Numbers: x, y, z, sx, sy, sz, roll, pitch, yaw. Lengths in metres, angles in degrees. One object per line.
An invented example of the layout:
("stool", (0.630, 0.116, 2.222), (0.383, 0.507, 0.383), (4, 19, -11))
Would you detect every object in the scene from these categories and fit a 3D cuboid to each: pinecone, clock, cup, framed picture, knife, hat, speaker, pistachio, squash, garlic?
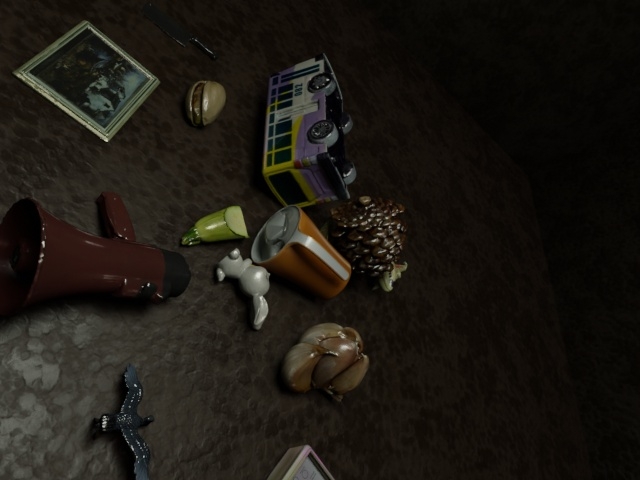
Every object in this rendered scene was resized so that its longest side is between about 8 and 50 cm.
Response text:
("pinecone", (0.140, -0.013, 1.377), (0.224, 0.224, 0.273), (-60, 145, -48))
("clock", (-0.027, 0.555, 1.004), (0.192, 0.071, 0.147), (55, 39, -3))
("cup", (-0.034, 0.041, 1.242), (0.264, 0.226, 0.183), (40, 73, -30))
("framed picture", (-0.542, -0.395, 1.146), (0.232, 0.019, 0.296), (38, 43, -23))
("knife", (-0.420, -0.618, 1.430), (0.245, 0.019, 0.072), (32, 49, -24))
("hat", (0.000, 0.000, 1.420), (0.146, 0.067, 0.146), (0, 90, -81))
("speaker", (-0.440, 0.028, 0.912), (0.259, 0.198, 0.329), (30, 9, 30))
("pistachio", (-0.320, -0.380, 1.310), (0.113, 0.113, 0.149), (31, 61, -29))
("squash", (-0.251, -0.031, 1.161), (0.200, 0.075, 0.090), (-22, 107, -49))
("garlic", (0.006, 0.282, 1.164), (0.213, 0.191, 0.160), (19, 26, -23))

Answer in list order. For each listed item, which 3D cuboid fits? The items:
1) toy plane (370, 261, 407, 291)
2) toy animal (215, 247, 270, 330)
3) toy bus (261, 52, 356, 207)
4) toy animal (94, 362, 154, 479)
("toy plane", (0.204, 0.067, 1.550), (0.241, 0.104, 0.256), (35, 44, -29))
("toy animal", (-0.174, 0.113, 1.153), (0.182, 0.131, 0.127), (46, 72, -2))
("toy bus", (-0.044, -0.331, 1.441), (0.209, 0.249, 0.441), (55, 28, -52))
("toy animal", (-0.343, 0.322, 0.837), (0.107, 0.062, 0.220), (12, 51, -41))
